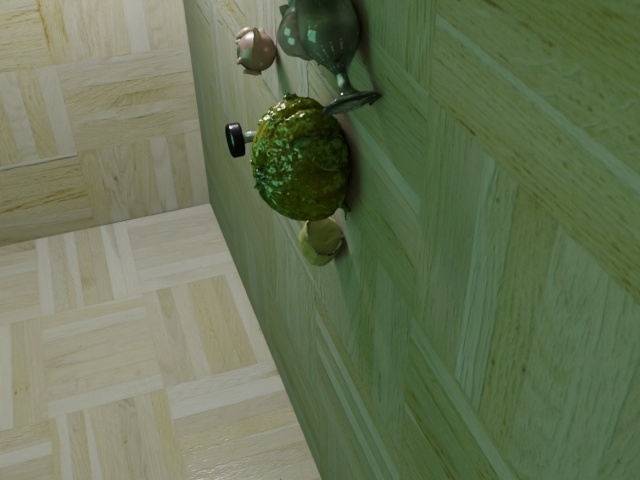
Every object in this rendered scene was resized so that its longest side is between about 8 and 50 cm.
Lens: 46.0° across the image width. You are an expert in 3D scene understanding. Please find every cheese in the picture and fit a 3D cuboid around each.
[{"bbox_3d":[0.000,0.000,1.995,0.123,0.094,0.167,65,168,7],"label":"cheese"}]

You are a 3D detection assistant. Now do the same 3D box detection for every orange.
[{"bbox_3d":[-0.051,-0.187,1.769,0.301,0.223,0.300,101,147,-57],"label":"orange"}]

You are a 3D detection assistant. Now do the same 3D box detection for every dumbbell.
[{"bbox_3d":[-0.171,-0.304,2.173,0.100,0.191,0.100,166,90,-76],"label":"dumbbell"}]

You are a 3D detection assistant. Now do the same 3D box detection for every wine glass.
[{"bbox_3d":[0.029,-0.377,1.489,0.126,0.127,0.241,147,108,-75],"label":"wine glass"}]

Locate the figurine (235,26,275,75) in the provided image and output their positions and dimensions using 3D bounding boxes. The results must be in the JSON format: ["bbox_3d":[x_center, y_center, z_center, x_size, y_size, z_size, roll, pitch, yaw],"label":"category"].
[{"bbox_3d":[-0.189,-0.546,2.171,0.125,0.125,0.138,-135,47,-64],"label":"figurine"}]

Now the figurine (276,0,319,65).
[{"bbox_3d":[-0.048,-0.488,1.726,0.137,0.112,0.229,86,174,-49],"label":"figurine"}]
